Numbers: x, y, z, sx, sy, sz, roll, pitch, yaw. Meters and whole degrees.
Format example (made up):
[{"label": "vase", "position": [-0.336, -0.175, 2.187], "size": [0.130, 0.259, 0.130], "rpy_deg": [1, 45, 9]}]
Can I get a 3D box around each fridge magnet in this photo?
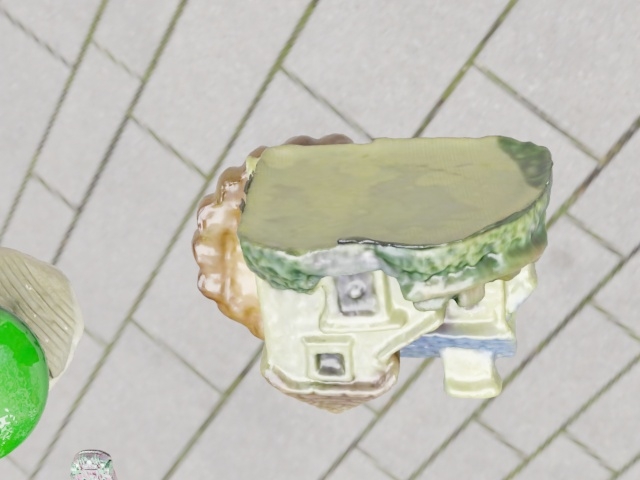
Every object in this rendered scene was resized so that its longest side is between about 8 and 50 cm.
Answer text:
[{"label": "fridge magnet", "position": [-0.424, 0.167, 1.660], "size": [0.208, 0.208, 0.088], "rpy_deg": [56, 172, -14]}]

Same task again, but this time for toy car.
[{"label": "toy car", "position": [-0.377, 0.403, 2.395], "size": [0.069, 0.055, 0.142], "rpy_deg": [-2, 134, 6]}]

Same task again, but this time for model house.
[{"label": "model house", "position": [0.077, 0.054, 1.440], "size": [0.321, 0.261, 0.266], "rpy_deg": [-1, 120, 8]}]

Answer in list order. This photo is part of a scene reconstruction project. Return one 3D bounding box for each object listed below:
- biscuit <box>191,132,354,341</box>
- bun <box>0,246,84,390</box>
[{"label": "biscuit", "position": [0.000, 0.000, 1.798], "size": [0.326, 0.107, 0.325], "rpy_deg": [3, 124, 4]}, {"label": "bun", "position": [-0.426, 0.118, 1.852], "size": [0.210, 0.237, 0.116], "rpy_deg": [41, 137, -7]}]
